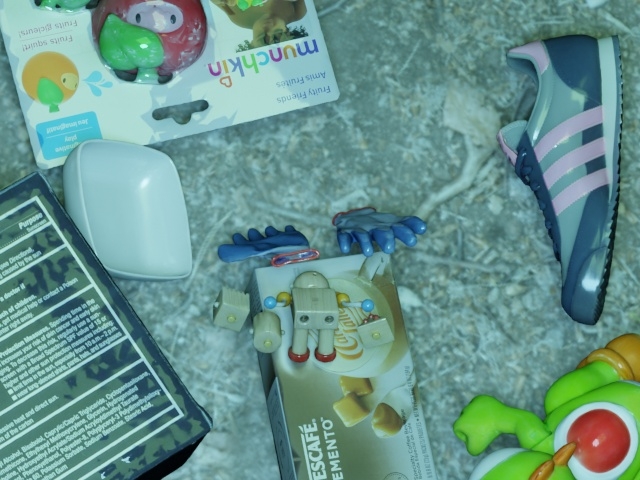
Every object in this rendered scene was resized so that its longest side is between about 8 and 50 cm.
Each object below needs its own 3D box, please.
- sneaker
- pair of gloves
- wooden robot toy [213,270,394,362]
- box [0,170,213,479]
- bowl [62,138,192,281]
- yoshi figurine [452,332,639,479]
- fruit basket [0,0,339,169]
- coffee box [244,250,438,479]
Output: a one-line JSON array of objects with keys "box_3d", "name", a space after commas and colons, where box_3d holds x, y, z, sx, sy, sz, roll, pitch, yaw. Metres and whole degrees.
[{"box_3d": [0.248, -0.065, 1.991, 0.131, 0.112, 0.319, 2, 69, 7], "name": "sneaker"}, {"box_3d": [0.000, 0.000, 1.887, 0.198, 0.159, 0.023, -12, 102, -14], "name": "pair of gloves"}, {"box_3d": [-0.017, 0.065, 1.813, 0.173, 0.076, 0.079, 2, 36, -8], "name": "wooden robot toy"}, {"box_3d": [-0.308, 0.146, 1.758, 0.296, 0.183, 0.294, -31, 82, -20], "name": "box"}, {"box_3d": [-0.198, -0.024, 1.879, 0.142, 0.053, 0.142, 9, 67, -49], "name": "bowl"}, {"box_3d": [0.216, 0.247, 1.831, 0.362, 0.203, 0.203, -31, 117, -44], "name": "yoshi figurine"}, {"box_3d": [-0.174, -0.278, 1.933, 0.327, 0.165, 0.353, -14, 79, -15], "name": "fruit basket"}, {"box_3d": [0.018, 0.147, 1.866, 0.141, 0.098, 0.246, -7, 73, -12], "name": "coffee box"}]
